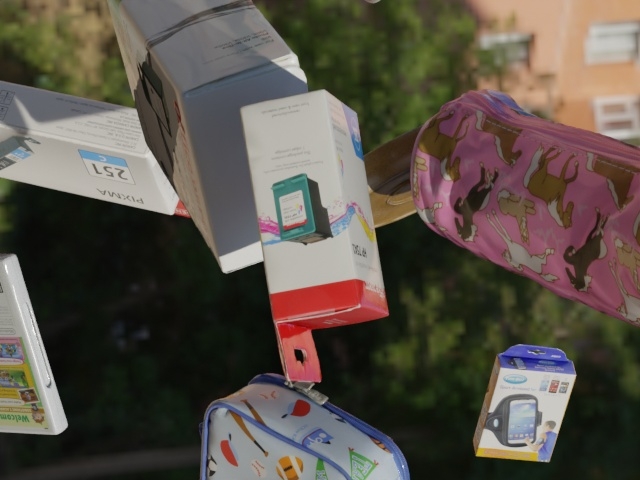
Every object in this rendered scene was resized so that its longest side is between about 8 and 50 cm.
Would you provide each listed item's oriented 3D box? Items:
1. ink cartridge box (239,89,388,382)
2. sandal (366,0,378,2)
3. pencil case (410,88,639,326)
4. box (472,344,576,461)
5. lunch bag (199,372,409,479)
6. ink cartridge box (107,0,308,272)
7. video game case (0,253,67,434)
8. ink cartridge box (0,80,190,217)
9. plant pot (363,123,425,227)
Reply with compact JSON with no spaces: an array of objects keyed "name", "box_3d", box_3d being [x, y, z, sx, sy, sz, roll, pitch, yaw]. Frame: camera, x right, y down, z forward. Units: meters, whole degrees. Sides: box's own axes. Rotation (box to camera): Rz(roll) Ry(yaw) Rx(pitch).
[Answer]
[{"name":"ink cartridge box","box_3d":[0.000,0.000,1.629,0.134,0.078,0.231,19,61,-76]},{"name":"sandal","box_3d":[0.024,-0.349,2.269,0.169,0.102,0.416,43,-4,13]},{"name":"pencil case","box_3d":[0.239,-0.031,1.761,0.386,0.160,0.167,23,-89,55]},{"name":"box","box_3d":[0.211,0.168,1.987,0.028,0.081,0.136,-96,-166,-53]},{"name":"lunch bag","box_3d":[-0.029,0.295,2.081,0.243,0.115,0.303,26,-56,31]},{"name":"ink cartridge box","box_3d":[-0.103,-0.135,1.899,0.289,0.121,0.211,-125,-161,-55]},{"name":"video game case","box_3d":[-0.367,0.106,1.986,0.023,0.212,0.193,-35,116,-49]},{"name":"ink cartridge box","box_3d":[-0.301,-0.089,2.300,0.261,0.296,0.066,72,34,-61]},{"name":"plant pot","box_3d":[0.098,-0.068,2.045,0.236,0.236,0.032,102,-37,-74]}]
